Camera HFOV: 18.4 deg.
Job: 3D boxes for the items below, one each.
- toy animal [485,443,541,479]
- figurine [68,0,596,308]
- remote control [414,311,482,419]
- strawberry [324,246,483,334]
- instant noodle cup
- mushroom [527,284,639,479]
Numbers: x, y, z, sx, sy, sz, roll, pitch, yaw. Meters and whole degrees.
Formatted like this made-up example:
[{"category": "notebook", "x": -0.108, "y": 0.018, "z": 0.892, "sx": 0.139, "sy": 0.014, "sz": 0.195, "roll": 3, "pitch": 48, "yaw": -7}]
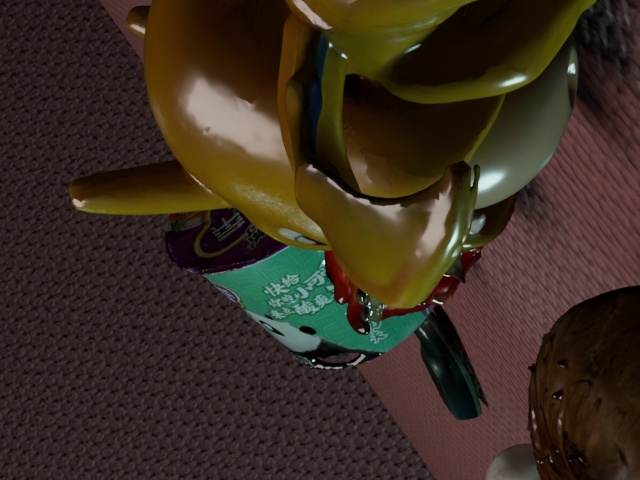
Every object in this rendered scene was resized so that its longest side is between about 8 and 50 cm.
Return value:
[{"category": "toy animal", "x": 0.228, "y": 0.317, "z": 2.017, "sx": 0.241, "sy": 0.196, "sz": 0.367, "roll": 63, "pitch": 172, "yaw": 2}, {"category": "figurine", "x": -0.010, "y": -0.149, "z": 1.101, "sx": 0.401, "sy": 0.268, "sz": 0.387, "roll": 44, "pitch": 157, "yaw": 14}, {"category": "remote control", "x": 0.150, "y": 0.147, "z": 2.396, "sx": 0.072, "sy": 0.042, "sz": 0.222, "roll": 53, "pitch": 174, "yaw": 41}, {"category": "strawberry", "x": 0.058, "y": -0.066, "z": 1.584, "sx": 0.280, "sy": 0.150, "sz": 0.253, "roll": -138, "pitch": 36, "yaw": -75}, {"category": "instant noodle cup", "x": 0.000, "y": 0.000, "z": 1.970, "sx": 0.190, "sy": 0.251, "sz": 0.251, "roll": 50, "pitch": 178, "yaw": -31}, {"category": "mushroom", "x": 0.234, "y": 0.165, "z": 1.288, "sx": 0.278, "sy": 0.163, "sz": 0.297, "roll": 56, "pitch": 172, "yaw": 6}]
